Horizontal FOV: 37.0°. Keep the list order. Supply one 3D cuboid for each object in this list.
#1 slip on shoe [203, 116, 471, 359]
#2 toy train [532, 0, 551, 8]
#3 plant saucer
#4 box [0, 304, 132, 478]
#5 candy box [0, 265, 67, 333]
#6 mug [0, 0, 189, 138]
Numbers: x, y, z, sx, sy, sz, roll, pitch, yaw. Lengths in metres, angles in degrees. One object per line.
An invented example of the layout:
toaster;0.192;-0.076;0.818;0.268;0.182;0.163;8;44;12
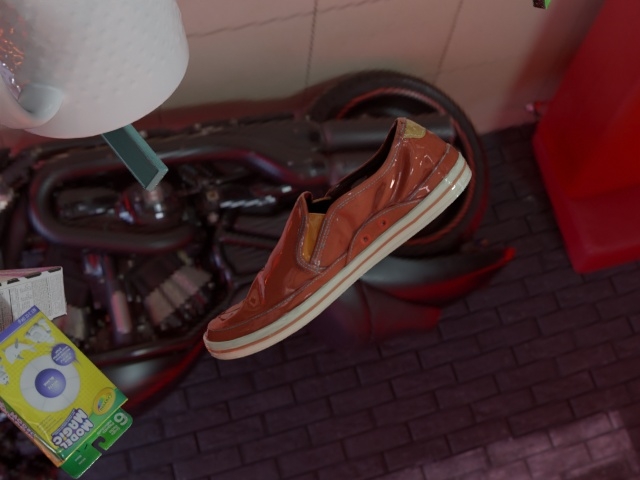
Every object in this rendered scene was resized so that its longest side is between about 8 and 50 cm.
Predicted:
slip on shoe;0.000;0.000;0.983;0.331;0.101;0.123;-41;-168;12
toy train;0.173;-0.217;0.754;0.017;0.024;0.083;19;156;28
plant saucer;-0.354;-0.177;1.728;0.067;0.192;0.018;-46;169;34
box;-0.304;0.174;1.087;0.105;0.179;0.043;-46;-176;-35
candy box;-0.440;0.084;1.167;0.159;0.071;0.233;-4;-176;16
mug;-0.341;-0.303;1.173;0.276;0.374;0.328;4;141;11
